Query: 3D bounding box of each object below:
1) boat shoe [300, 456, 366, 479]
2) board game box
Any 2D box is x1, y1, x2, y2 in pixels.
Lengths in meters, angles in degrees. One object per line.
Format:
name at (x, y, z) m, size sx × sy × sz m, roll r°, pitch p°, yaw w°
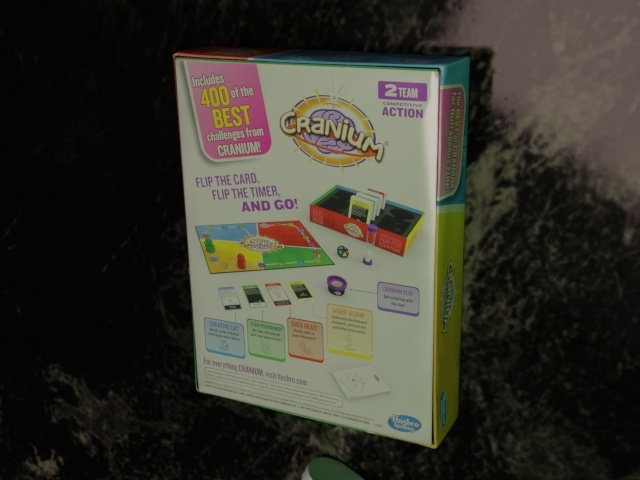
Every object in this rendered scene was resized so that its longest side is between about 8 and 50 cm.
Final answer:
boat shoe at (0.050, 0.286, 0.844) m, size 0.183 × 0.065 × 0.083 m, roll 34°, pitch 121°, yaw 22°
board game box at (0.000, 0.000, 0.768) m, size 0.242 × 0.064 × 0.316 m, roll 9°, pitch 111°, yaw 26°
